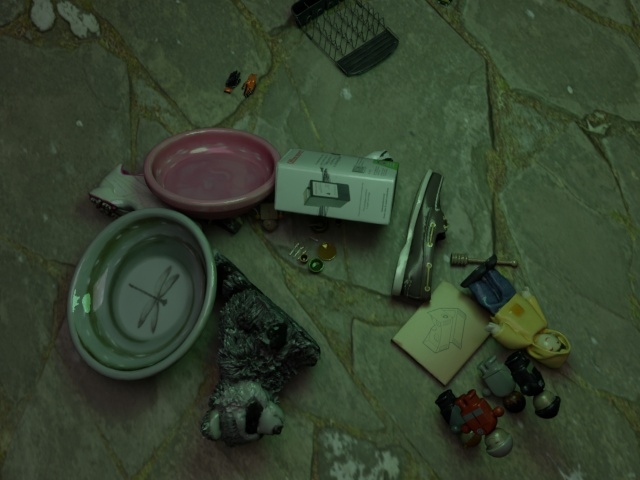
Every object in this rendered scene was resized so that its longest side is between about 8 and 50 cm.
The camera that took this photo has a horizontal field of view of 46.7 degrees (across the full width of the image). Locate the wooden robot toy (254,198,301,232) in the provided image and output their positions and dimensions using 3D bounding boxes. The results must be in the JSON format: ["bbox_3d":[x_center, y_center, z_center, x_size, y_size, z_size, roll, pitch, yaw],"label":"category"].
[{"bbox_3d":[-0.116,-0.060,1.840,0.173,0.076,0.079,0,102,2],"label":"wooden robot toy"}]

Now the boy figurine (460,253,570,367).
[{"bbox_3d":[0.442,0.175,1.677,0.177,0.092,0.285,-28,71,-36],"label":"boy figurine"}]

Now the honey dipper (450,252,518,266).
[{"bbox_3d":[0.393,0.050,1.779,0.161,0.030,0.030,5,68,2],"label":"honey dipper"}]

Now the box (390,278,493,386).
[{"bbox_3d":[0.288,0.210,1.720,0.164,0.021,0.201,40,75,17],"label":"box"}]

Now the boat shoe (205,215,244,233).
[{"bbox_3d":[-0.266,-0.061,1.837,0.152,0.056,0.049,21,64,10],"label":"boat shoe"}]

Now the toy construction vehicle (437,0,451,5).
[{"bbox_3d":[0.355,-0.712,2.096,0.098,0.035,0.086,28,71,13],"label":"toy construction vehicle"}]

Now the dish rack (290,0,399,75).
[{"bbox_3d":[0.075,-0.585,2.034,0.208,0.074,0.271,-36,71,-11],"label":"dish rack"}]

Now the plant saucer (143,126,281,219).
[{"bbox_3d":[-0.259,-0.158,1.807,0.332,0.084,0.332,2,39,-1],"label":"plant saucer"}]

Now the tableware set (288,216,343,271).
[{"bbox_3d":[0.000,0.000,1.818,0.104,0.024,0.154,32,72,14],"label":"tableware set"}]

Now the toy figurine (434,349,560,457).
[{"bbox_3d":[0.370,0.347,1.561,0.213,0.209,0.148,-35,86,-18],"label":"toy figurine"}]

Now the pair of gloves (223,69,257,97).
[{"bbox_3d":[-0.215,-0.425,2.012,0.083,0.010,0.074,13,70,11],"label":"pair of gloves"}]

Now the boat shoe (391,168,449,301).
[{"bbox_3d":[0.251,-0.014,1.767,0.097,0.116,0.324,15,73,6],"label":"boat shoe"}]

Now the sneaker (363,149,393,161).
[{"bbox_3d":[0.128,-0.202,1.895,0.109,0.040,0.043,-12,51,-7],"label":"sneaker"}]

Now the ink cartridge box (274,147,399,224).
[{"bbox_3d":[0.042,-0.133,1.770,0.273,0.198,0.114,8,109,7],"label":"ink cartridge box"}]

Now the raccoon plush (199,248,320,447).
[{"bbox_3d":[-0.199,0.258,1.679,0.299,0.216,0.446,-48,42,-1],"label":"raccoon plush"}]

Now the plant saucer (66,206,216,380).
[{"bbox_3d":[-0.395,0.126,1.705,0.401,0.100,0.400,-8,70,21],"label":"plant saucer"}]

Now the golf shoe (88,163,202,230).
[{"bbox_3d":[-0.416,-0.097,1.831,0.306,0.115,0.140,22,67,10],"label":"golf shoe"}]
